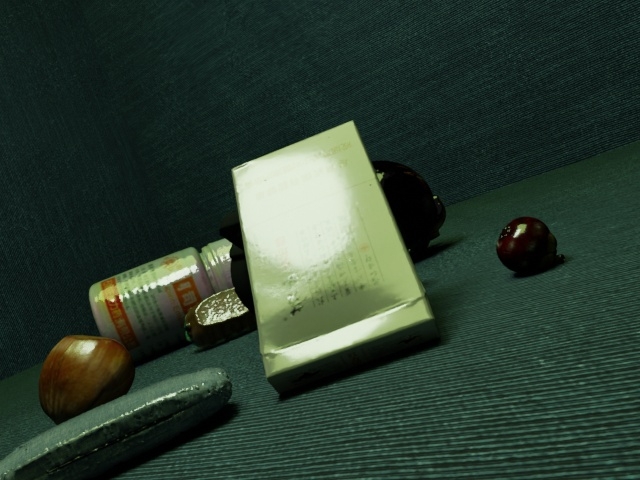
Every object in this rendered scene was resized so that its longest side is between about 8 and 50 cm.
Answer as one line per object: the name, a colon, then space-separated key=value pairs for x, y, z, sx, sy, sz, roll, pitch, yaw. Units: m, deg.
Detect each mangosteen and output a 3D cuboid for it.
mangosteen: x=0.164 y=-0.051 z=1.410 sx=0.302 sy=0.275 sz=0.275 roll=16 pitch=-19 yaw=-31
mangosteen: x=0.284 y=0.008 z=0.823 sx=0.081 sy=0.081 sz=0.081 roll=-21 pitch=3 yaw=1

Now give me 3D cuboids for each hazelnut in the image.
hazelnut: x=-0.391 y=0.228 z=0.979 sx=0.150 sy=0.150 sz=0.150 roll=-21 pitch=3 yaw=1

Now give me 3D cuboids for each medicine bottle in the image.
medicine bottle: x=-0.342 y=0.140 z=1.465 sx=0.388 sy=0.219 sz=0.219 roll=-21 pitch=3 yaw=-14

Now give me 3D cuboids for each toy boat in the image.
toy boat: x=-0.149 y=0.141 z=1.273 sx=0.293 sy=0.108 sz=0.099 roll=-16 pitch=-31 yaw=-21

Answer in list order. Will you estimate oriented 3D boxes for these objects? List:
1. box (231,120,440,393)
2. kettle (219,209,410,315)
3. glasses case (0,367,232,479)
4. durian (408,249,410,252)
box: x=0.001 y=0.001 z=0.785 sx=0.204 sy=0.365 sz=0.051 roll=-21 pitch=-42 yaw=6
kettle: x=-0.019 y=0.015 z=1.065 sx=0.203 sy=0.262 sz=0.308 roll=-40 pitch=15 yaw=-33
glasses case: x=-0.233 y=0.217 z=0.673 sx=0.282 sy=0.067 sz=0.109 roll=-24 pitch=0 yaw=-17
durian: x=0.035 y=0.094 z=0.840 sx=0.220 sy=0.095 sz=0.137 roll=-19 pitch=39 yaw=10
